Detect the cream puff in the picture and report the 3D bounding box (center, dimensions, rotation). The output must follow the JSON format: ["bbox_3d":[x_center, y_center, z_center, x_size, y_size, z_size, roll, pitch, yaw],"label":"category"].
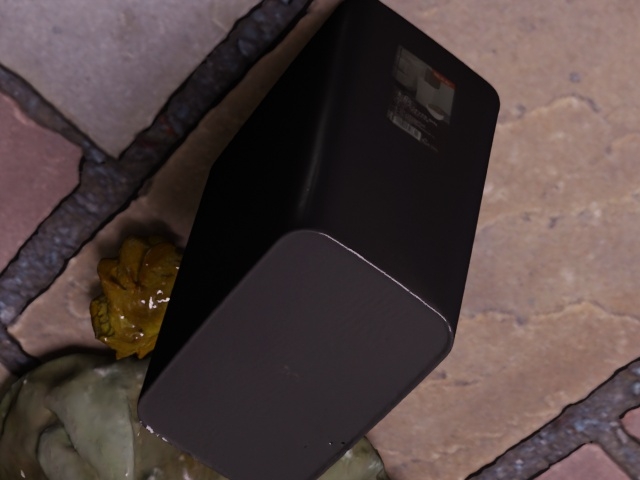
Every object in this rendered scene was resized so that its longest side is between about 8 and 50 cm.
[{"bbox_3d":[-0.111,0.039,0.793,0.083,0.058,0.083,-29,116,23],"label":"cream puff"}]

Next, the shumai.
[{"bbox_3d":[-0.107,0.248,0.807,0.304,0.263,0.309,39,121,-18],"label":"shumai"}]

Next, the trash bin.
[{"bbox_3d":[0.000,0.000,0.649,0.115,0.225,0.165,36,122,-12],"label":"trash bin"}]
